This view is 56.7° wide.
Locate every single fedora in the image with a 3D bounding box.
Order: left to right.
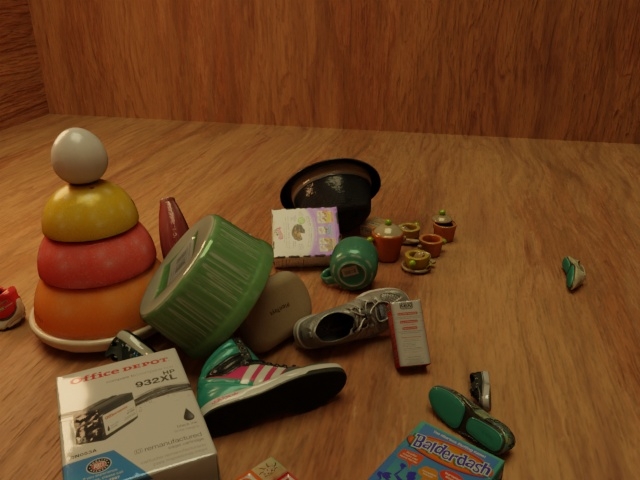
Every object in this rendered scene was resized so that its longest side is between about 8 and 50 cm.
[{"bbox_3d":[0.041,-0.118,1.906,0.334,0.334,0.152,-5,57,-10],"label":"fedora"}]

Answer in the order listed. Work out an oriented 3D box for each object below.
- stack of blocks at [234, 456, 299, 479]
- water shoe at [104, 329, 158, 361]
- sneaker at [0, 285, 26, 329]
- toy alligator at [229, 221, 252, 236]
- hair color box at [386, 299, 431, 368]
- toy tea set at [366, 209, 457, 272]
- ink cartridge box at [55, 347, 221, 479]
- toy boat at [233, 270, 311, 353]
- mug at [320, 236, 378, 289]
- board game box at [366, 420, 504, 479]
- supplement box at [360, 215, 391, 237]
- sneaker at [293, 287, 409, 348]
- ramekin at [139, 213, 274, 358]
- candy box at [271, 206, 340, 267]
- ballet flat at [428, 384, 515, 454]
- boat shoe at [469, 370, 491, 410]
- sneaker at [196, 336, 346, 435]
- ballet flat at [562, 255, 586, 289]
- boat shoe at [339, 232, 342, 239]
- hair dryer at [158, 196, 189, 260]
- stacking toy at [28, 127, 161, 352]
[{"bbox_3d":[-0.126,0.448,0.813,0.297,0.087,0.171,-21,32,-38],"label":"stack of blocks"},{"bbox_3d":[-0.369,0.269,1.249,0.203,0.073,0.080,30,76,29],"label":"water shoe"},{"bbox_3d":[-0.852,0.134,1.465,0.279,0.118,0.107,6,25,13],"label":"sneaker"},{"bbox_3d":[-0.311,-0.043,1.926,0.190,0.051,0.056,6,26,13],"label":"toy alligator"},{"bbox_3d":[0.191,0.204,1.292,0.072,0.141,0.043,-3,-18,-8],"label":"hair color box"},{"bbox_3d":[0.291,-0.027,1.799,0.200,0.124,0.336,14,28,28],"label":"toy tea set"},{"bbox_3d":[-0.316,0.336,1.007,0.223,0.129,0.307,-11,27,-22],"label":"ink cartridge box"},{"bbox_3d":[-0.133,0.168,1.399,0.151,0.151,0.231,-17,6,46],"label":"toy boat"},{"bbox_3d":[0.083,0.078,1.594,0.129,0.157,0.097,24,28,-5],"label":"mug"},{"bbox_3d":[0.181,0.398,0.966,0.160,0.047,0.210,18,29,34],"label":"board game box"},{"bbox_3d":[0.181,-0.043,1.941,0.062,0.036,0.098,16,30,33],"label":"supplement box"},{"bbox_3d":[0.084,0.185,1.336,0.281,0.105,0.115,-20,0,-16],"label":"sneaker"},{"bbox_3d":[-0.254,0.089,1.283,0.148,0.303,0.303,38,14,-22],"label":"ramekin"},{"bbox_3d":[-0.044,-0.009,1.733,0.196,0.070,0.164,-2,62,-4],"label":"candy box"},{"bbox_3d":[0.282,0.334,1.107,0.070,0.070,0.188,-15,30,-29],"label":"ballet flat"},{"bbox_3d":[0.316,0.298,1.176,0.040,0.049,0.142,-4,7,15],"label":"boat shoe"},{"bbox_3d":[-0.112,0.265,1.183,0.296,0.123,0.178,-11,36,-20],"label":"sneaker"},{"bbox_3d":[0.705,0.088,1.634,0.052,0.057,0.168,15,27,9],"label":"ballet flat"},{"bbox_3d":[0.000,0.000,1.817,0.059,0.063,0.170,13,27,40],"label":"boat shoe"},{"bbox_3d":[-0.358,0.026,1.507,0.080,0.293,0.223,-15,31,-11],"label":"hair dryer"},{"bbox_3d":[-0.518,-0.018,1.362,0.351,0.479,0.350,0,25,0],"label":"stacking toy"}]
